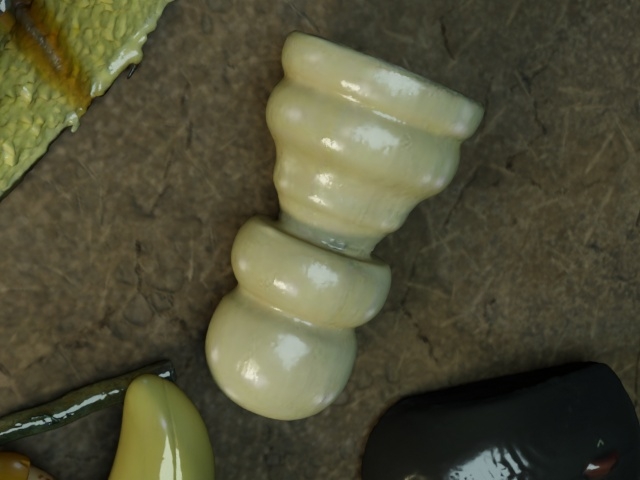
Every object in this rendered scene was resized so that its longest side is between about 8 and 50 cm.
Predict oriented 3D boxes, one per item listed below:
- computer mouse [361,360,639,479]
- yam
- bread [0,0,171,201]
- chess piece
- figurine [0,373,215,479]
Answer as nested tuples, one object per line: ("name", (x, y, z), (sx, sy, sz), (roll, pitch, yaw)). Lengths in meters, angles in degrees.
("computer mouse", (0.175, 0.214, 0.950), (0.269, 0.100, 0.170), (-12, 105, -17))
("yam", (-0.227, 0.146, 0.838), (0.234, 0.029, 0.027), (-21, 116, -14))
("bread", (-0.213, -0.153, 0.750), (0.266, 0.142, 0.178), (-49, 151, -7))
("chess piece", (0.000, 0.000, 0.831), (0.167, 0.167, 0.299), (19, 96, -21))
("figurine", (-0.205, 0.249, 0.816), (0.222, 0.124, 0.324), (25, 92, -15))
